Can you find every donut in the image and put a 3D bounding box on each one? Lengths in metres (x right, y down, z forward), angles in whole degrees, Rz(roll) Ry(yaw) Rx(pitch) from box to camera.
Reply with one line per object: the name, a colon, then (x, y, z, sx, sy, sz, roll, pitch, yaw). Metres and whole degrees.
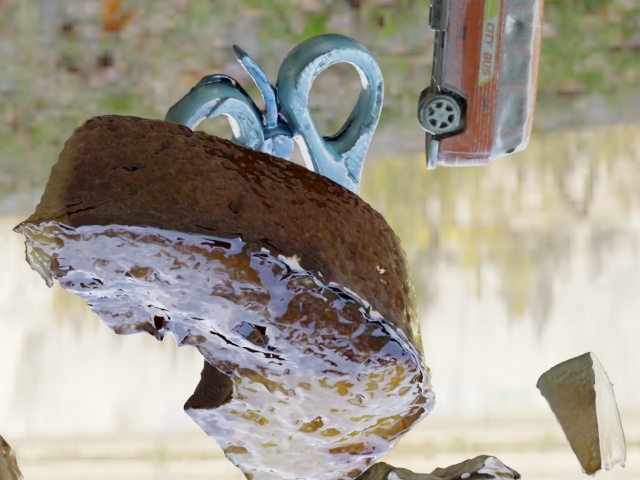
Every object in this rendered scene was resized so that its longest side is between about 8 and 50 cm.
donut: (-0.022, 0.022, 1.036, 0.151, 0.112, 0.295, -13, 145, 22)

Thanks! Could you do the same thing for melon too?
melon: (0.233, 0.151, 1.659, 0.054, 0.098, 0.182, -21, 170, 13)

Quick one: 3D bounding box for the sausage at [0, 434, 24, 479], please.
sausage: (-0.384, 0.129, 1.122, 0.500, 0.123, 0.136, 6, -152, 27)

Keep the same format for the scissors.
scissors: (0.000, 0.000, 1.461, 0.180, 0.032, 0.393, -32, 136, -9)

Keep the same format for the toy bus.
toy bus: (0.157, -0.200, 1.914, 0.119, 0.265, 0.121, 3, -170, 0)

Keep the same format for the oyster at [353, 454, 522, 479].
oyster: (0.068, 0.312, 2.097, 0.354, 0.107, 0.201, -29, 133, 17)
